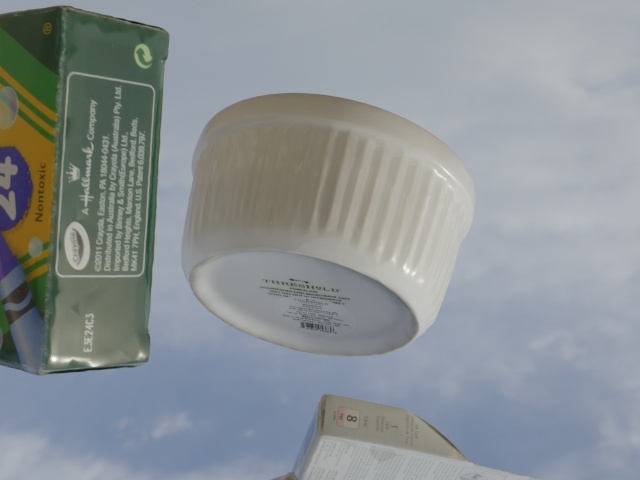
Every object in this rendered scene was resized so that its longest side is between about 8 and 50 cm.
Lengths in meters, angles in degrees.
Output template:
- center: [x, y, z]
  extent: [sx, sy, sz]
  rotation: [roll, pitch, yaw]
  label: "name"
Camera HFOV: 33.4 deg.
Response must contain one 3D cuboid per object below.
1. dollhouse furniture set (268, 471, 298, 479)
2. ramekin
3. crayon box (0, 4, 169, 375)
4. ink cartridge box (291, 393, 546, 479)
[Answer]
- center: [-0.102, 0.417, 0.955]
  extent: [0.286, 0.303, 0.198]
  rotation: [-18, -174, -4]
  label: "dollhouse furniture set"
- center: [0.000, 0.000, 0.754]
  extent: [0.207, 0.207, 0.109]
  rotation: [0, -120, 23]
  label: "ramekin"
- center: [-0.241, -0.036, 0.706]
  extent: [0.323, 0.203, 0.083]
  rotation: [5, -178, 41]
  label: "crayon box"
- center: [0.092, 0.246, 1.110]
  extent: [0.232, 0.189, 0.066]
  rotation: [9, -130, -7]
  label: "ink cartridge box"
